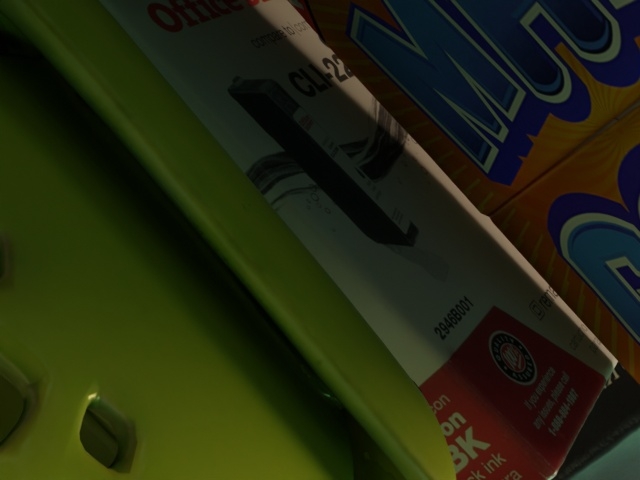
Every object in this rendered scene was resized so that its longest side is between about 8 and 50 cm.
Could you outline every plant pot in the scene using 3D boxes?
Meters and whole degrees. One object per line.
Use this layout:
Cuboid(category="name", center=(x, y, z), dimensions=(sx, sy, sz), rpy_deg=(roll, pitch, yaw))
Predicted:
Cuboid(category="plant pot", center=(-0.112, 0.067, 0.404), dimensions=(0.207, 0.228, 0.227), rpy_deg=(-47, -168, -36))

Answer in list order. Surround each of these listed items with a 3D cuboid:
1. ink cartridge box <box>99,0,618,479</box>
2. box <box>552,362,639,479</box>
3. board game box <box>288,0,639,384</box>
Cuboid(category="ink cartridge box", center=(0.000, 0.000, 0.663), dimensions=(0.114, 0.273, 0.197), rpy_deg=(-46, 176, 28))
Cuboid(category="box", center=(0.163, 0.056, 1.164), dimensions=(0.480, 0.472, 0.297), rpy_deg=(-42, 133, 22))
Cuboid(category="board game box", center=(0.228, -0.154, 0.518), dimensions=(0.356, 0.356, 0.356), rpy_deg=(-42, 178, -13))
